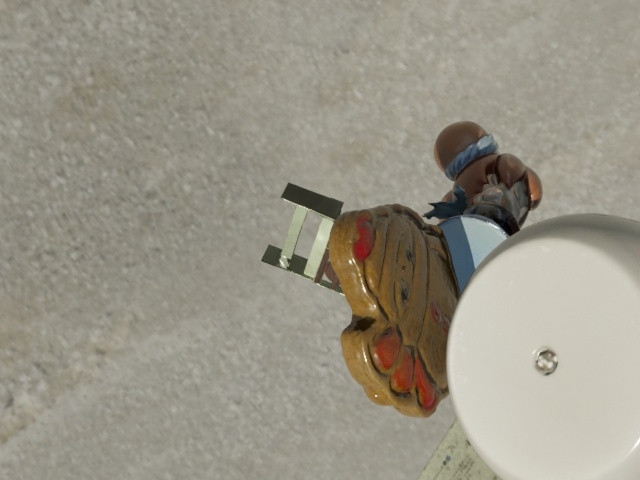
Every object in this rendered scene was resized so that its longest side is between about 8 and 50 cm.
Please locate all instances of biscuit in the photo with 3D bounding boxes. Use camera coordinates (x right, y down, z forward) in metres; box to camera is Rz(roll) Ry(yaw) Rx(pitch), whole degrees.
[{"bbox_3d":[0.130,0.096,1.578,0.381,0.074,0.359,50,41,-44],"label":"biscuit"}]

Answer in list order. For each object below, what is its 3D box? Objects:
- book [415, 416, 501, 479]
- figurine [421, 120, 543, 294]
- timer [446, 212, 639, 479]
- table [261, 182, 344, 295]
[{"bbox_3d":[0.290,0.438,1.439,0.032,0.389,0.269,9,114,-49],"label":"book"},{"bbox_3d":[0.317,-0.049,2.010,0.388,0.248,0.276,-55,146,-51],"label":"figurine"},{"bbox_3d":[0.278,0.112,0.910,0.285,0.285,0.285,-24,135,-26],"label":"timer"},{"bbox_3d":[0.000,0.000,1.728,0.062,0.175,0.146,-66,177,-53],"label":"table"}]
